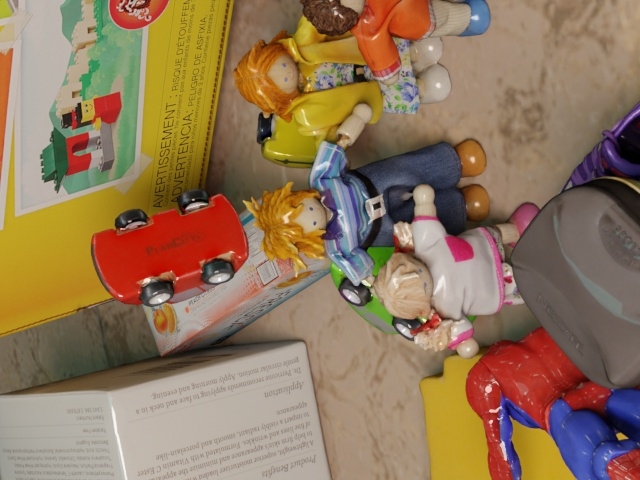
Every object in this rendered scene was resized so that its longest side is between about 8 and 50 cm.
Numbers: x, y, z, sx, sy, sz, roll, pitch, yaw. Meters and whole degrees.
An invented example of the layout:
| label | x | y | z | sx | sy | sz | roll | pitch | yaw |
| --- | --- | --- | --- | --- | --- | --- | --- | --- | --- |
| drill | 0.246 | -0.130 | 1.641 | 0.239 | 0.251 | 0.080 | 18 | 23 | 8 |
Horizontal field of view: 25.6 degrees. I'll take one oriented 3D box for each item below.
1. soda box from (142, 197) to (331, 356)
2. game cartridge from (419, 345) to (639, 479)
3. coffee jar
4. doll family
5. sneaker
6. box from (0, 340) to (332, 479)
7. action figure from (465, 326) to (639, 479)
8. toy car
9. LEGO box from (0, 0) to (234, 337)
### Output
| label | x | y | z | sx | sy | sz | roll | pitch | yaw |
| --- | --- | --- | --- | --- | --- | --- | --- | --- | --- |
| soda box | -0.060 | 0.026 | 1.040 | 0.183 | 0.063 | 0.058 | -33 | 73 | 46 |
| game cartridge | 0.189 | 0.220 | 0.822 | 0.285 | 0.053 | 0.323 | -5 | 92 | 49 |
| coffee jar | 0.180 | 0.010 | 0.677 | 0.096 | 0.184 | 0.079 | 52 | 132 | 26 |
| doll family | 0.028 | -0.051 | 0.848 | 0.118 | 0.163 | 0.262 | -18 | 85 | 49 |
| sneaker | 0.165 | -0.039 | 0.769 | 0.068 | 0.071 | 0.170 | 55 | 134 | 25 |
| box | -0.120 | 0.152 | 1.046 | 0.182 | 0.181 | 0.119 | -10 | 91 | 49 |
| action figure | 0.153 | 0.124 | 0.714 | 0.280 | 0.091 | 0.139 | -141 | 28 | -71 |
| toy car | 0.000 | 0.000 | 0.923 | 0.225 | 0.239 | 0.053 | 34 | 156 | 9 |
| LEGO box | -0.258 | -0.167 | 0.938 | 0.193 | 0.373 | 0.500 | 43 | 135 | 35 |
